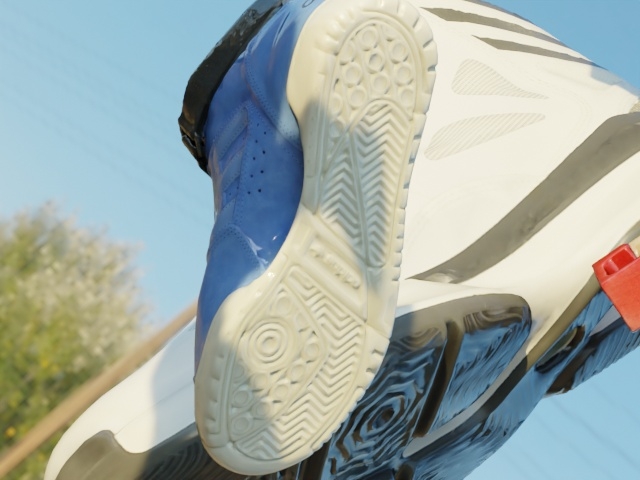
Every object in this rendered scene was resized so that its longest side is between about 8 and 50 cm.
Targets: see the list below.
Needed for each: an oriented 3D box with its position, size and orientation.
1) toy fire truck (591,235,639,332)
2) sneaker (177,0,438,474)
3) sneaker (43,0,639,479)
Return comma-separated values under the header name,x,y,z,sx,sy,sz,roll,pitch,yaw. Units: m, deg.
name,x,y,z,sx,sy,sz,roll,pitch,yaw
toy fire truck,0.186,0.051,0.733,0.135,0.047,0.192,54,10,5
sneaker,-0.014,-0.008,0.494,0.058,0.152,0.084,8,11,-26
sneaker,0.000,0.001,0.810,0.257,0.448,0.169,41,-42,28
